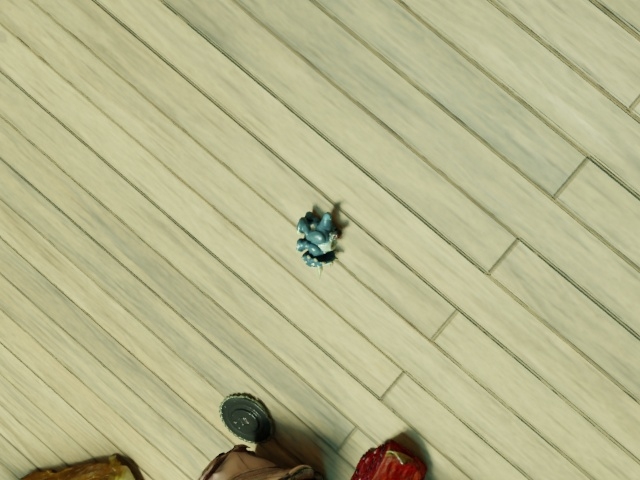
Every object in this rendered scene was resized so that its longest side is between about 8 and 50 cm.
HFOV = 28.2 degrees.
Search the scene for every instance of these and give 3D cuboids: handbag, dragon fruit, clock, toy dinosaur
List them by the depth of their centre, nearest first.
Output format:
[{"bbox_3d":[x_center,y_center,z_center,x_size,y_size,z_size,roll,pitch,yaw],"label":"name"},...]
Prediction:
[{"bbox_3d":[0.000,0.000,1.379,0.047,0.030,0.083,22,130,22],"label":"toy dinosaur"},{"bbox_3d":[0.068,0.305,1.477,0.063,0.131,0.097,30,158,-10],"label":"dragon fruit"},{"bbox_3d":[-0.086,0.343,1.560,0.116,0.205,0.179,21,94,21],"label":"handbag"},{"bbox_3d":[-0.095,0.227,1.613,0.083,0.010,0.074,-12,111,40],"label":"clock"}]

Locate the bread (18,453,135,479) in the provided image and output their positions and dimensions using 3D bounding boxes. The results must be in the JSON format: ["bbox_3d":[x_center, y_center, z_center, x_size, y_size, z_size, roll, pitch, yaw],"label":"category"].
[{"bbox_3d":[-0.388,0.475,1.803,0.279,0.279,0.207,-15,109,41],"label":"bread"}]
